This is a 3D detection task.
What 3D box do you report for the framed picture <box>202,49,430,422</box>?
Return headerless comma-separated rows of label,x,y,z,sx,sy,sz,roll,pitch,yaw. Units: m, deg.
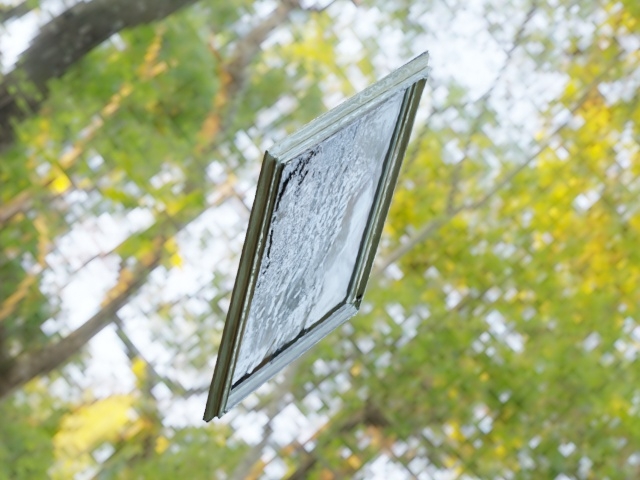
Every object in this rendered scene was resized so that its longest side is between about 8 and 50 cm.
framed picture,0.000,0.000,1.323,0.014,0.197,0.252,32,-49,21
